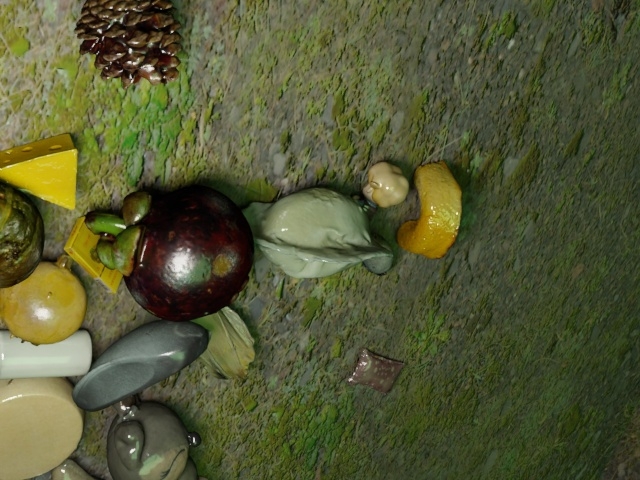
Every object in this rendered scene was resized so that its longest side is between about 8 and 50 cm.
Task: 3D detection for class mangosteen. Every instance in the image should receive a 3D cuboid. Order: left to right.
[{"bbox_3d":[-0.287,0.020,1.664,0.311,0.311,0.311,-15,125,-22],"label":"mangosteen"}]

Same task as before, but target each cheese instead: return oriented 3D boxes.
[{"bbox_3d":[-0.551,-0.132,1.531,0.171,0.093,0.126,-3,120,-29],"label":"cheese"}]

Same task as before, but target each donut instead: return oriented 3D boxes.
[{"bbox_3d":[0.280,-0.059,2.029,0.101,0.152,0.259,4,114,-24],"label":"donut"}]

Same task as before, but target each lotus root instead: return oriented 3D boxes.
[{"bbox_3d":[0.142,0.041,2.058,0.088,0.088,0.165,-38,140,-5],"label":"lotus root"}]

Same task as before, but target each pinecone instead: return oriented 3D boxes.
[{"bbox_3d":[-0.341,-0.360,1.467,0.184,0.179,0.204,-6,133,-9],"label":"pinecone"}]

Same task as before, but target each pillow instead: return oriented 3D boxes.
[{"bbox_3d":[0.158,0.374,2.294,0.185,0.043,0.118,23,103,-38],"label":"pillow"}]

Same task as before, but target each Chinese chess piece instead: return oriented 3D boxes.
[{"bbox_3d":[-0.653,0.401,1.794,0.273,0.102,0.273,-15,126,-21],"label":"Chinese chess piece"}]

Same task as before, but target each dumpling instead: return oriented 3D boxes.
[{"bbox_3d":[-0.012,-0.020,1.839,0.320,0.270,0.212,-17,82,-6],"label":"dumpling"}]

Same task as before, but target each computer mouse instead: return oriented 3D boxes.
[{"bbox_3d":[-0.391,0.251,1.733,0.374,0.203,0.114,-29,96,30],"label":"computer mouse"}]

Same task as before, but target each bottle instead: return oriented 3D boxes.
[{"bbox_3d":[-0.612,0.237,1.715,0.245,0.104,0.104,3,117,-31],"label":"bottle"}]

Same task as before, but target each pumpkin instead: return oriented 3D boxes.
[{"bbox_3d":[-0.626,-0.002,1.466,0.260,0.189,0.260,3,152,2],"label":"pumpkin"}]

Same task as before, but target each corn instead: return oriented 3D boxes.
[{"bbox_3d":[-0.261,0.210,1.890,0.305,0.122,0.123,51,45,-39],"label":"corn"}]

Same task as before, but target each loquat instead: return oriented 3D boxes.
[{"bbox_3d":[-0.552,0.117,1.644,0.172,0.149,0.204,24,84,-4],"label":"loquat"}]

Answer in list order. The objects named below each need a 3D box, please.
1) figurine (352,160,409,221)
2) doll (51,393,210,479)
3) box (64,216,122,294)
[{"bbox_3d":[0.126,-0.100,1.961,0.114,0.108,0.196,32,117,-30],"label":"figurine"},{"bbox_3d":[-0.455,0.542,1.910,0.378,0.252,0.382,-30,123,-12],"label":"doll"},{"bbox_3d":[-0.463,0.032,1.694,0.023,0.087,0.155,-8,136,27],"label":"box"}]
